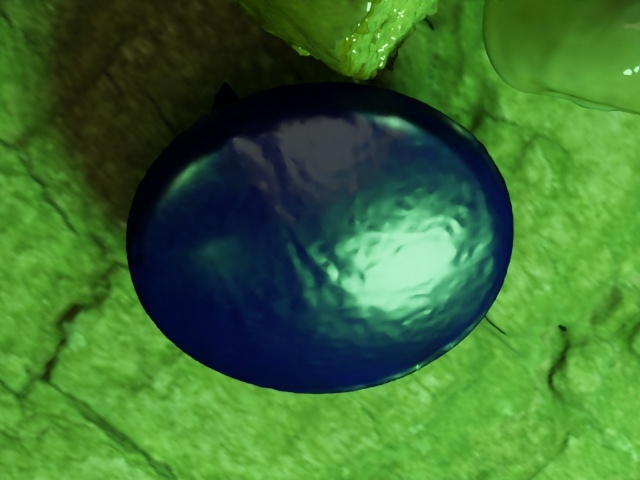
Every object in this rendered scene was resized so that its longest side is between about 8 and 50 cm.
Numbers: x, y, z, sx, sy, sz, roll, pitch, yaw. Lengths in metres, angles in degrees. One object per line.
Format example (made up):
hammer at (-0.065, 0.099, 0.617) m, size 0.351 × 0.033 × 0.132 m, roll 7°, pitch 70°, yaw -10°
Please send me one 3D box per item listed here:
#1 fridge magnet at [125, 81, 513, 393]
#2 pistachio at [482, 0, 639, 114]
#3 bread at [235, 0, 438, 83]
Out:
fridge magnet at (0.000, 0.000, 1.036) m, size 0.265 × 0.112 × 0.265 m, roll -1°, pitch 131°, yaw -1°
pistachio at (0.242, -0.179, 0.965) m, size 0.293 × 0.162 × 0.181 m, roll -29°, pitch 103°, yaw 8°
bread at (0.012, -0.211, 0.864) m, size 0.179 × 0.340 × 0.194 m, roll 43°, pitch 98°, yaw 3°
